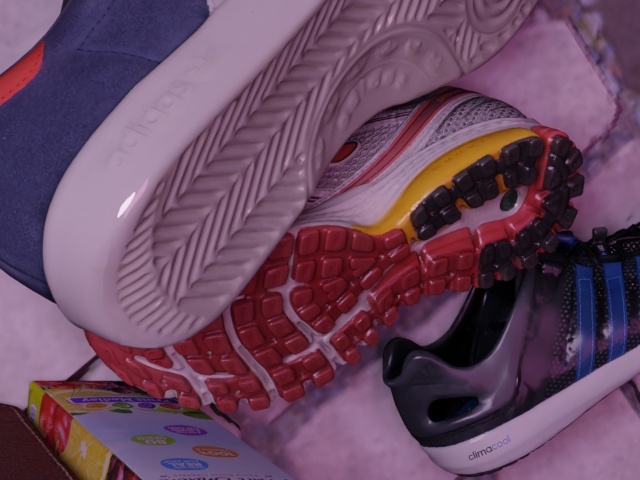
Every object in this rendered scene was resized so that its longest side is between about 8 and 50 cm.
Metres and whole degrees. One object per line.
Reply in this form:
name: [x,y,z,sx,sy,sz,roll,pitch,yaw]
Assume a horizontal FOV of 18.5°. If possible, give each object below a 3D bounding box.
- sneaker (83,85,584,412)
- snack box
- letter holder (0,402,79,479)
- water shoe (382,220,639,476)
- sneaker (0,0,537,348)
sneaker: [0.000,0.000,0.854,0.225,0.093,0.088,-22,128,-20]
snack box: [-0.068,0.163,0.789,0.070,0.207,0.174,2,100,-23]
letter holder: [-0.242,0.134,0.706,0.302,0.214,0.152,12,95,-24]
water shoe: [0.121,0.025,0.915,0.203,0.073,0.080,-39,110,-12]
sneaker: [-0.025,-0.109,0.810,0.350,0.148,0.131,-43,143,-33]
